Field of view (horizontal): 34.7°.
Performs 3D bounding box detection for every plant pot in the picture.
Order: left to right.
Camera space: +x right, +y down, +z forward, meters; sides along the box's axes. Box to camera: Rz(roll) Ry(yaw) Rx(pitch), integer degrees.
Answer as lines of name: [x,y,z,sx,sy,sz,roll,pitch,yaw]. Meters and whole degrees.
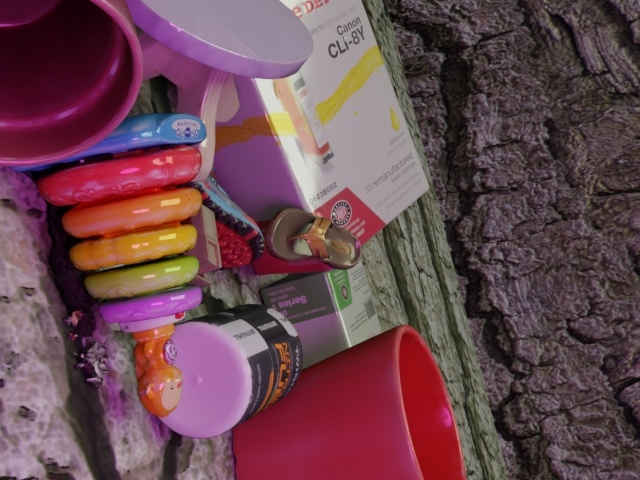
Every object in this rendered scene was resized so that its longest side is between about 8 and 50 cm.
plant pot: [-0.272,-0.195,0.902,0.201,0.201,0.180,53,10,-49]
plant pot: [0.036,0.269,1.326,0.275,0.243,0.275,-16,90,-72]

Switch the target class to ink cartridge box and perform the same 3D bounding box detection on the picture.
ink cartridge box: [-0.029,-0.182,1.506,0.279,0.160,0.385,-38,114,-41]
ink cartridge box: [0.027,0.178,1.594,0.201,0.117,0.278,-24,97,-73]

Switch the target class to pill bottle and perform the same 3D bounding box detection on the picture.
pill bottle: [-0.099,0.144,1.209,0.245,0.130,0.131,-10,85,-73]

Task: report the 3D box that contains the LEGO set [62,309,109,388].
LEGO set: [-0.227,0.108,1.018,0.054,0.023,0.083,-77,147,-57]

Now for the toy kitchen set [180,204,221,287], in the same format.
toy kitchen set: [-0.158,0.012,1.220,0.068,0.083,0.075,39,37,-62]

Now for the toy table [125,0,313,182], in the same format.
toy table: [-0.153,-0.210,1.182,0.274,0.161,0.252,13,41,-42]

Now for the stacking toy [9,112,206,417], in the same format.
stacking toy: [-0.182,0.031,1.033,0.175,0.165,0.302,-20,100,-74]

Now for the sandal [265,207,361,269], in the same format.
sandal: [0.000,0.000,1.376,0.180,0.049,0.072,16,78,-43]

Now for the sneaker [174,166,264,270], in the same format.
sneaker: [-0.148,-0.062,1.288,0.262,0.104,0.125,53,25,-50]
